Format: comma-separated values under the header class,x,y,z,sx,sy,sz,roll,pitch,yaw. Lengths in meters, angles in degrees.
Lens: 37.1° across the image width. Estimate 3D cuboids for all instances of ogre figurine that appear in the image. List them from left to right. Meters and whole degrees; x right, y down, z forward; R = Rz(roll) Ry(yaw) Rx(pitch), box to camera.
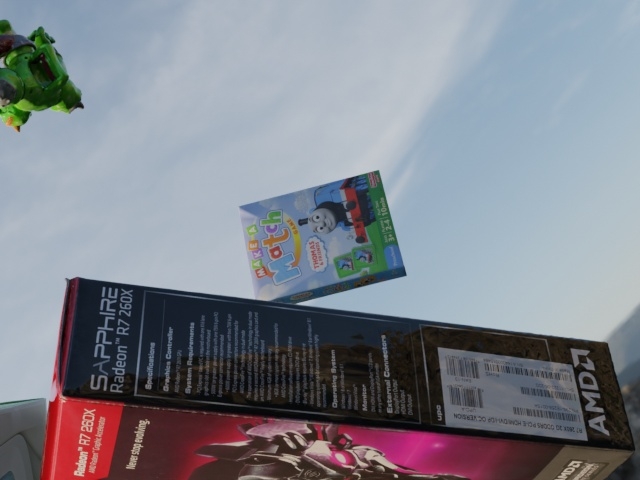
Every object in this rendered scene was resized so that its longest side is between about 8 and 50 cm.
class,x,y,z,sx,sy,sz,roll,pitch,yaw
ogre figurine,-0.328,-0.185,1.011,0.097,0.118,0.197,-41,-12,0

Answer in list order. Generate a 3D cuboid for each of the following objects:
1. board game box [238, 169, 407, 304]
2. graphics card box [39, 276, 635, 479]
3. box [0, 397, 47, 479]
class,x,y,z,sx,sy,sz,roll,pitch,yaw
board game box,0.000,0.000,1.347,0.211,0.160,0.039,-15,-27,5
graphics card box,-0.003,0.145,0.674,0.371,0.094,0.233,8,-40,-15
box,-0.336,0.267,0.826,0.126,0.231,0.262,-7,-6,5
